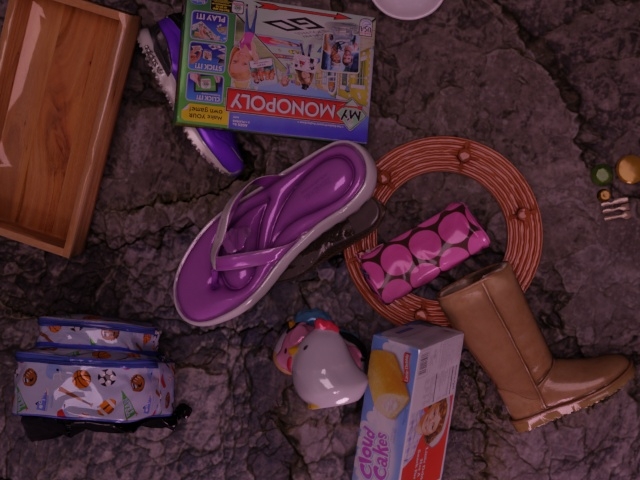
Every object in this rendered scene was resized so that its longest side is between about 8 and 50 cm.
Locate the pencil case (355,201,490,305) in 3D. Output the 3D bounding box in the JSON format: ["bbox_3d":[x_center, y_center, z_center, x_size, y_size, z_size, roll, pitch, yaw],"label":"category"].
[{"bbox_3d":[0.165,0.017,1.827,0.209,0.095,0.098,-29,74,2],"label":"pencil case"}]

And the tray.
[{"bbox_3d":[-0.446,-0.199,1.858,0.203,0.076,0.410,18,102,8],"label":"tray"}]

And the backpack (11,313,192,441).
[{"bbox_3d":[-0.366,0.221,1.805,0.277,0.263,0.213,-3,91,4],"label":"backpack"}]

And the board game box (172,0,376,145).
[{"bbox_3d":[-0.072,-0.275,1.825,0.318,0.046,0.213,5,87,-16],"label":"board game box"}]

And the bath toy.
[{"bbox_3d":[-0.002,0.174,1.740,0.152,0.348,0.128,-8,91,0],"label":"bath toy"}]

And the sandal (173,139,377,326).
[{"bbox_3d":[-0.098,-0.028,1.830,0.416,0.102,0.169,-41,62,10],"label":"sandal"}]

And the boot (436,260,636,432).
[{"bbox_3d":[0.353,0.154,1.830,0.236,0.089,0.269,-28,98,5],"label":"boot"}]

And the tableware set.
[{"bbox_3d":[0.531,-0.093,1.865,0.154,0.024,0.104,-11,88,5],"label":"tableware set"}]

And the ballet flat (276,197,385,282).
[{"bbox_3d":[0.000,0.000,1.871,0.250,0.058,0.084,-30,76,18],"label":"ballet flat"}]

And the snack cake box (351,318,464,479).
[{"bbox_3d":[0.141,0.272,1.803,0.089,0.152,0.264,15,104,31],"label":"snack cake box"}]

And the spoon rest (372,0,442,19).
[{"bbox_3d":[0.145,-0.501,1.844,0.137,0.084,0.276,2,91,4],"label":"spoon rest"}]

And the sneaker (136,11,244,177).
[{"bbox_3d":[-0.178,-0.252,1.861,0.146,0.102,0.293,-29,90,3],"label":"sneaker"}]

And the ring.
[{"bbox_3d":[0.203,-0.007,1.881,0.337,0.032,0.336,0,91,4],"label":"ring"}]
